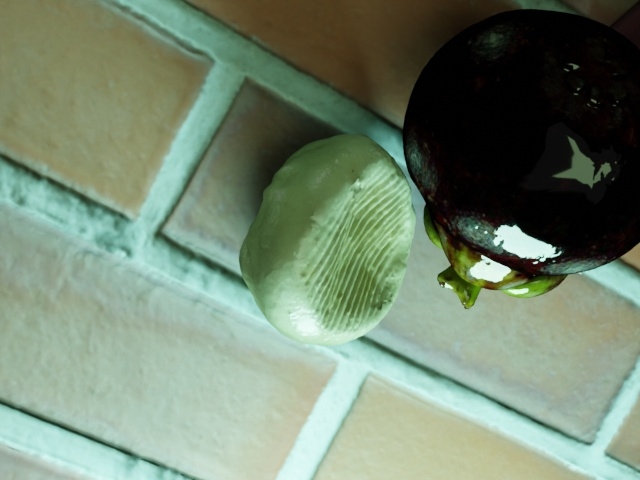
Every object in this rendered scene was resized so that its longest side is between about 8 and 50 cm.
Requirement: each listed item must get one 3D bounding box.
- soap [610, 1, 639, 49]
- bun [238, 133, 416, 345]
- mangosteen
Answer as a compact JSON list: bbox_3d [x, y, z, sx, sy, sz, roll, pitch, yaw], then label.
[{"bbox_3d":[0.501,-0.226,1.929,0.359,0.128,0.233,-41,120,-11],"label":"soap"},{"bbox_3d":[0.000,0.000,1.725,0.231,0.133,0.231,-24,121,-49],"label":"bun"},{"bbox_3d":[0.233,-0.091,1.749,0.297,0.297,0.313,-42,156,-11],"label":"mangosteen"}]
